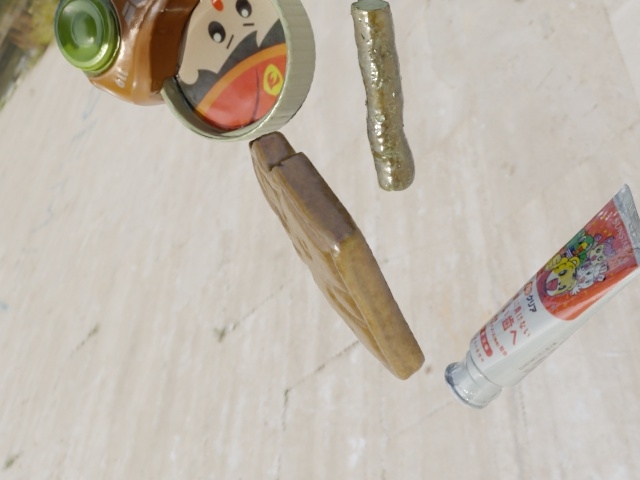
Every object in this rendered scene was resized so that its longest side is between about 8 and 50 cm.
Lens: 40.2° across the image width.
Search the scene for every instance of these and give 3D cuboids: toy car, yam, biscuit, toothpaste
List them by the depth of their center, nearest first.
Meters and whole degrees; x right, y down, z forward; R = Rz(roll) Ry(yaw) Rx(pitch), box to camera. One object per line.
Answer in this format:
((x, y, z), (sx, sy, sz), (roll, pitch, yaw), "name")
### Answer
((-0.002, 0.001, 0.631), (0.034, 0.182, 0.215), (-31, 34, -5), "biscuit")
((0.192, 0.059, 0.738), (0.234, 0.057, 0.089), (-52, 23, 35), "toothpaste")
((-0.095, -0.194, 0.773), (0.235, 0.235, 0.145), (-45, -11, 31), "toy car")
((0.084, -0.190, 1.151), (0.061, 0.061, 0.253), (-137, 33, -62), "yam")
